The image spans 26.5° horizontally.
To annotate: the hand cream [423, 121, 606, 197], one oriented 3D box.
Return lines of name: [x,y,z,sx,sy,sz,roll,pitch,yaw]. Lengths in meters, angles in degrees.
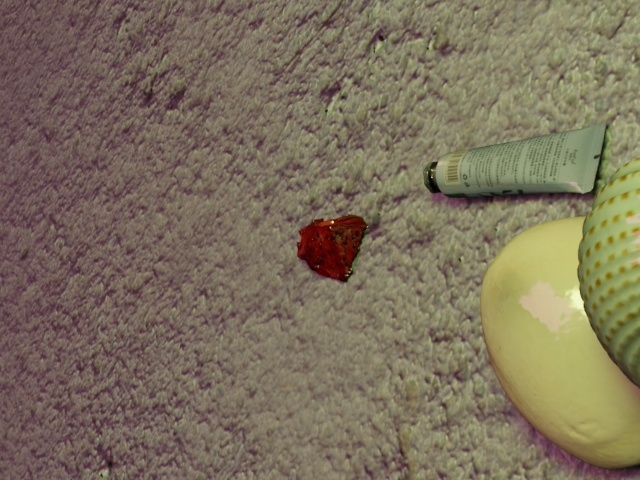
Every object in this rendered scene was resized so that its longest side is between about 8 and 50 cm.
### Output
hand cream: [0.238,-0.089,1.689,0.271,0.058,0.091,-6,61,48]

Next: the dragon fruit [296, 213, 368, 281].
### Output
dragon fruit: [-0.002,-0.001,1.959,0.131,0.063,0.097,14,88,54]

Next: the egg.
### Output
egg: [0.274,0.105,1.465,0.264,0.174,0.286,-50,45,34]

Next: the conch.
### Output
conch: [0.394,0.056,1.277,0.215,0.303,0.319,-63,-29,-74]
